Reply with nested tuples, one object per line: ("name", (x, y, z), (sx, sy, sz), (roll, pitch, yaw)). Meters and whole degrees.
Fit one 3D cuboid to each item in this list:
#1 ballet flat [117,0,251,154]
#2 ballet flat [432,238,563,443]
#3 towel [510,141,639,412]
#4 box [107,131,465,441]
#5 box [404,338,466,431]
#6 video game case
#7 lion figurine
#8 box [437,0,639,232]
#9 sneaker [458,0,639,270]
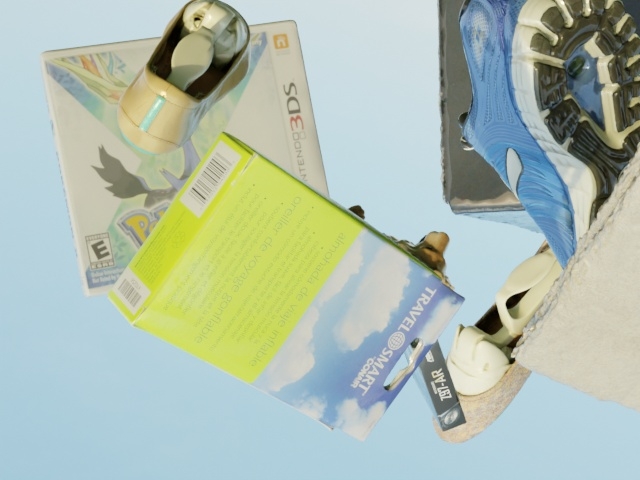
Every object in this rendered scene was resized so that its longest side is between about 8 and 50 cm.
("ballet flat", (-0.095, -0.151, 1.106), (0.080, 0.073, 0.232), (29, -142, -8))
("ballet flat", (0.227, 0.108, 1.673), (0.107, 0.316, 0.106), (39, -179, 43))
("towel", (0.263, 0.033, 0.931), (0.187, 0.282, 0.049), (23, -131, -1))
("box", (-0.013, 0.030, 0.736), (0.178, 0.109, 0.042), (33, -176, -39))
("box", (0.071, 0.081, 0.918), (0.018, 0.067, 0.083), (-22, -158, -2))
("video game case", (-0.158, -0.106, 1.679), (0.329, 0.299, 0.036), (-11, 180, -19))
("lion figurine", (0.000, 0.000, 2.058), (0.392, 0.142, 0.240), (13, -164, -18))
("box", (0.431, -0.169, 1.607), (0.480, 0.297, 0.472), (-3, 178, 21))
("sneaker", (0.199, -0.074, 1.077), (0.130, 0.330, 0.147), (-35, -143, -13))
